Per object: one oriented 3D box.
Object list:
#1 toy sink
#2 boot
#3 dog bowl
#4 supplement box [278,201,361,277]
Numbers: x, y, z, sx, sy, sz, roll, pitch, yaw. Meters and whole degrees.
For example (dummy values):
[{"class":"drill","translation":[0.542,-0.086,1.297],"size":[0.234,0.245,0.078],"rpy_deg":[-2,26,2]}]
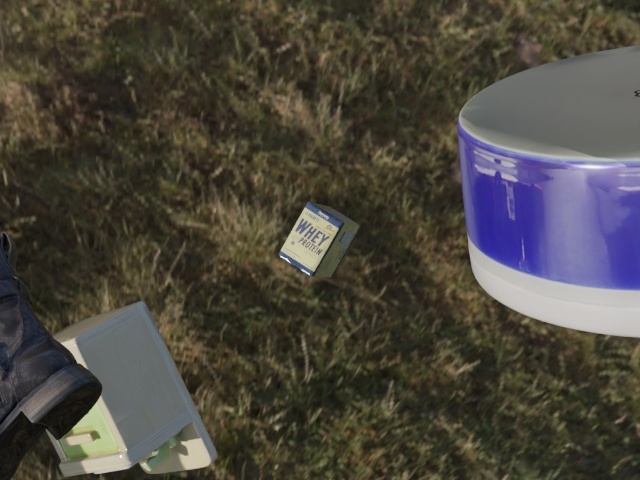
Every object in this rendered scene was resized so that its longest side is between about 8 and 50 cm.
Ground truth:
[{"class":"toy sink","translation":[-0.265,0.218,1.425],"size":[0.131,0.153,0.234],"rpy_deg":[-32,101,-46]},{"class":"boot","translation":[-0.366,0.134,1.103],"size":[0.263,0.091,0.229],"rpy_deg":[-37,65,-19]},{"class":"dog bowl","translation":[0.220,-0.044,0.693],"size":[0.265,0.265,0.104],"rpy_deg":[-16,112,-18]},{"class":"supplement box","translation":[0.000,0.000,1.475],"size":[0.056,0.083,0.083],"rpy_deg":[32,98,18]}]
